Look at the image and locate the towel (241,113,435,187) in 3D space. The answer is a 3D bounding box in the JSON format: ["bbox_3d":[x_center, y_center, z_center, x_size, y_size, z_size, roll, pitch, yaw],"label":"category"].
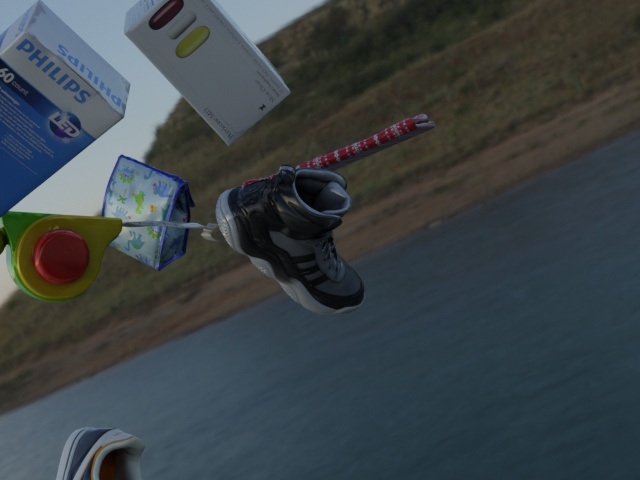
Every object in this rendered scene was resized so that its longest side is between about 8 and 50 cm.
[{"bbox_3d":[0.027,-0.125,1.425,0.274,0.031,0.199,-22,2,16],"label":"towel"}]

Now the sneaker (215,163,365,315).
[{"bbox_3d":[0.000,0.000,1.288,0.153,0.268,0.101,-29,38,33],"label":"sneaker"}]

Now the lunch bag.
[{"bbox_3d":[-0.277,-0.051,1.548,0.128,0.151,0.096,23,33,18],"label":"lunch bag"}]

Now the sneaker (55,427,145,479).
[{"bbox_3d":[-0.348,0.442,1.473,0.127,0.321,0.126,-9,-26,31],"label":"sneaker"}]

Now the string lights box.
[{"bbox_3d":[-0.343,-0.118,1.032,0.259,0.133,0.077,-34,32,20],"label":"string lights box"}]

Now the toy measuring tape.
[{"bbox_3d":[-0.284,0.025,1.259,0.330,0.121,0.121,3,-12,-29],"label":"toy measuring tape"}]

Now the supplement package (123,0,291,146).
[{"bbox_3d":[-0.200,-0.327,1.682,0.145,0.262,0.204,-41,23,7],"label":"supplement package"}]
